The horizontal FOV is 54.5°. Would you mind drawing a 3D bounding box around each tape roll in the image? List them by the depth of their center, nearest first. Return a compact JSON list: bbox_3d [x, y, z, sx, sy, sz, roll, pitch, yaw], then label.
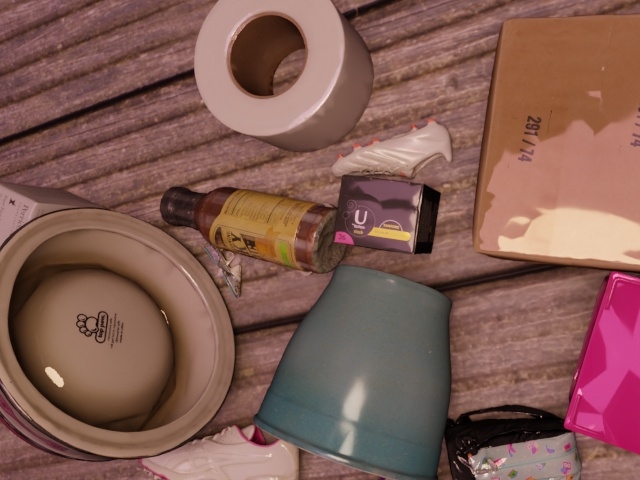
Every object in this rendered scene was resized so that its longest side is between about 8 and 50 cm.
[{"bbox_3d":[-0.053,-0.272,0.991,0.246,0.169,0.246,-1,88,20],"label":"tape roll"}]

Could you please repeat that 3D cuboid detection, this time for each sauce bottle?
[{"bbox_3d":[-0.121,-0.030,1.028,0.344,0.111,0.111,13,93,33],"label":"sauce bottle"}]

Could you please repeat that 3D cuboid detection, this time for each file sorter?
[{"bbox_3d":[0.485,0.172,0.788,0.291,0.182,0.202,17,96,20],"label":"file sorter"}]

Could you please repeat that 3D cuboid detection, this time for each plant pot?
[{"bbox_3d":[0.069,0.180,0.906,0.272,0.271,0.255,14,79,19],"label":"plant pot"}]

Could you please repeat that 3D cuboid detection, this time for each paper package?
[{"bbox_3d":[0.376,-0.122,0.834,0.310,0.168,0.324,6,89,22],"label":"paper package"}]

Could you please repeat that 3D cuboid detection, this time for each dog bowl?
[{"bbox_3d":[-0.342,0.157,0.982,0.150,0.408,0.408,-36,77,36],"label":"dog bowl"}]

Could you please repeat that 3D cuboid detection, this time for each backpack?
[{"bbox_3d":[0.275,0.308,0.892,0.182,0.152,0.115,-9,92,7],"label":"backpack"}]

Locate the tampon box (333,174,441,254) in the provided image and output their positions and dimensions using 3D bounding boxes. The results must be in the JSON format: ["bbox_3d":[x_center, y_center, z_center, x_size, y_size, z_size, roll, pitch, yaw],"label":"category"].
[{"bbox_3d":[0.105,-0.036,0.936,0.120,0.161,0.101,8,92,20],"label":"tampon box"}]

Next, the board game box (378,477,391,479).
[{"bbox_3d":[0.111,0.490,0.886,0.142,0.144,0.275,19,118,19],"label":"board game box"}]

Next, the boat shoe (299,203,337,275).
[{"bbox_3d":[0.000,0.000,1.037,0.046,0.038,0.125,19,94,34],"label":"boat shoe"}]

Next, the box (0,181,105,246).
[{"bbox_3d":[-0.521,-0.001,1.144,0.119,0.182,0.181,21,96,19],"label":"box"}]

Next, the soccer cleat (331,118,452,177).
[{"bbox_3d":[0.112,-0.128,0.987,0.196,0.068,0.076,-18,86,15],"label":"soccer cleat"}]

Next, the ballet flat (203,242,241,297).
[{"bbox_3d":[-0.162,0.045,1.095,0.041,0.041,0.114,-36,79,15],"label":"ballet flat"}]

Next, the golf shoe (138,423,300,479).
[{"bbox_3d":[-0.169,0.378,1.069,0.306,0.115,0.140,7,66,23],"label":"golf shoe"}]
